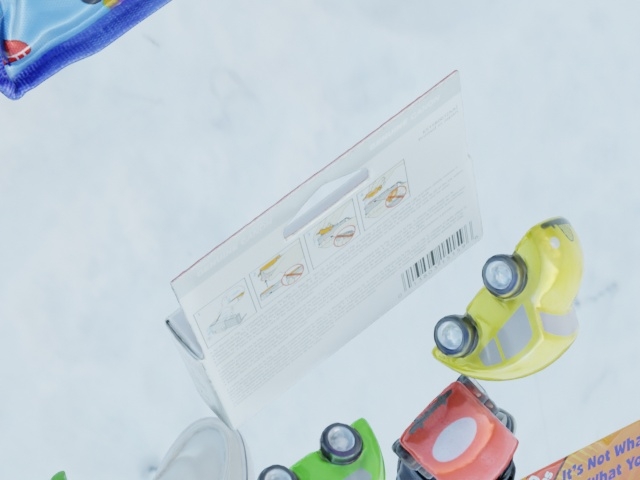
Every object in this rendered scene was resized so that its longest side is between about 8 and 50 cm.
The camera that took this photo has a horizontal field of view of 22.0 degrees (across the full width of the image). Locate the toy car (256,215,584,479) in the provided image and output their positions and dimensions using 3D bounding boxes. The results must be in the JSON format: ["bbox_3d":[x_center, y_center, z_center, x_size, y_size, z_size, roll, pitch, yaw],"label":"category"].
[{"bbox_3d":[0.045,0.111,0.871,0.225,0.239,0.053,-32,66,-29],"label":"toy car"}]

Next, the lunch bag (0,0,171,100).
[{"bbox_3d":[-0.042,-0.216,0.670,0.293,0.138,0.221,-26,40,-6],"label":"lunch bag"}]

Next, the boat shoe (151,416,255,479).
[{"bbox_3d":[-0.130,0.255,1.436,0.096,0.088,0.267,12,53,17],"label":"boat shoe"}]

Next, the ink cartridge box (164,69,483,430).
[{"bbox_3d":[0.000,0.000,1.287,0.275,0.239,0.060,-37,58,-14],"label":"ink cartridge box"}]

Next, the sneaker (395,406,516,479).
[{"bbox_3d":[0.159,0.231,1.334,0.226,0.163,0.086,24,36,11],"label":"sneaker"}]

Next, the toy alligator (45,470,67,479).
[{"bbox_3d":[-0.269,0.295,1.621,0.051,0.056,0.190,-1,33,16],"label":"toy alligator"}]

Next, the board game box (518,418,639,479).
[{"bbox_3d":[0.486,0.408,1.826,0.356,0.356,0.356,-30,45,21],"label":"board game box"}]
